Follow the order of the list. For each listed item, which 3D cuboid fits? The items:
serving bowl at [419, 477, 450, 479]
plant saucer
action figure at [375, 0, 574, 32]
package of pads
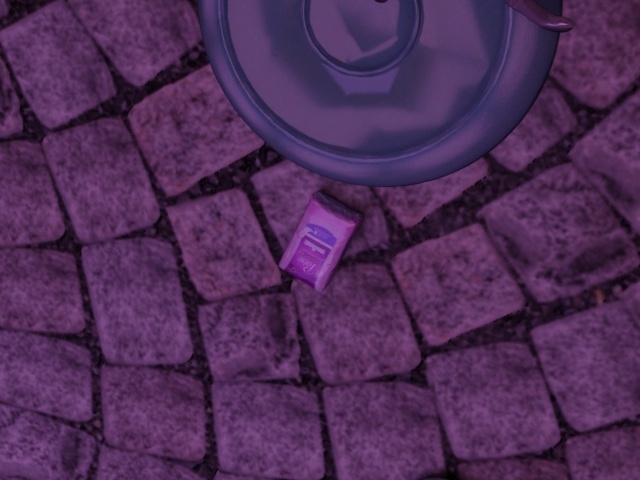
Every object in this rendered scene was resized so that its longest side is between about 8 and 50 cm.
[{"bbox_3d":[0.116,0.263,1.062,0.083,0.027,0.083,6,111,17],"label":"serving bowl"},{"bbox_3d":[0.037,-0.190,0.908,0.318,0.044,0.317,7,112,17],"label":"plant saucer"},{"bbox_3d":[0.086,-0.331,0.730,0.178,0.341,0.330,16,98,58],"label":"action figure"},{"bbox_3d":[0.000,0.000,0.998,0.050,0.032,0.083,31,117,8],"label":"package of pads"}]
